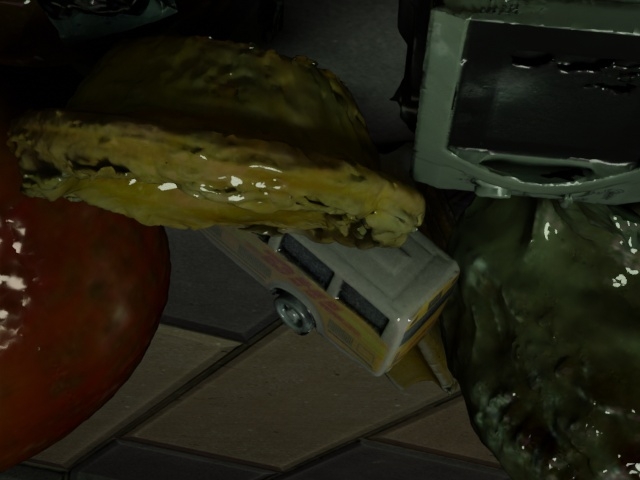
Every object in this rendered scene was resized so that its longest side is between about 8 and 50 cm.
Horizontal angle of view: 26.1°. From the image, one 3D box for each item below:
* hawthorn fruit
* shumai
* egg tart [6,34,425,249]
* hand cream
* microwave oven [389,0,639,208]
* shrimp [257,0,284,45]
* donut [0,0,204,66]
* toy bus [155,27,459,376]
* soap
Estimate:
[{"bbox_3d":[-0.346,0.012,1.124,0.402,0.403,0.403,6,157,2],"label":"hawthorn fruit"},{"bbox_3d":[0.295,0.002,1.112,0.395,0.395,0.348,10,134,-8],"label":"shumai"},{"bbox_3d":[-0.063,-0.062,0.929,0.288,0.118,0.288,10,172,1],"label":"egg tart"},{"bbox_3d":[-0.155,-0.183,0.772,0.075,0.052,0.248,8,164,17],"label":"hand cream"},{"bbox_3d":[0.136,-0.164,0.813,0.181,0.238,0.295,5,167,3],"label":"microwave oven"},{"bbox_3d":[-0.103,-0.205,1.042,0.174,0.082,0.076,10,114,-27],"label":"shrimp"},{"bbox_3d":[-0.201,-0.249,0.846,0.330,0.160,0.330,-4,153,-2],"label":"donut"},{"bbox_3d":[-0.046,-0.033,1.149,0.342,0.097,0.138,41,154,11],"label":"toy bus"},{"bbox_3d":[0.087,0.036,1.392,0.089,0.174,0.274,1,156,17],"label":"soap"}]
